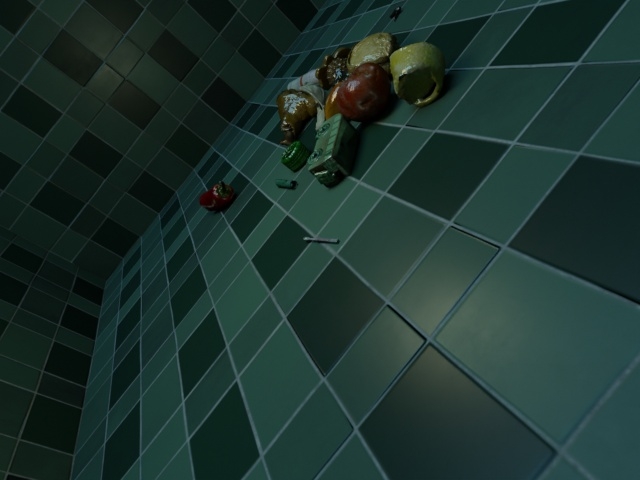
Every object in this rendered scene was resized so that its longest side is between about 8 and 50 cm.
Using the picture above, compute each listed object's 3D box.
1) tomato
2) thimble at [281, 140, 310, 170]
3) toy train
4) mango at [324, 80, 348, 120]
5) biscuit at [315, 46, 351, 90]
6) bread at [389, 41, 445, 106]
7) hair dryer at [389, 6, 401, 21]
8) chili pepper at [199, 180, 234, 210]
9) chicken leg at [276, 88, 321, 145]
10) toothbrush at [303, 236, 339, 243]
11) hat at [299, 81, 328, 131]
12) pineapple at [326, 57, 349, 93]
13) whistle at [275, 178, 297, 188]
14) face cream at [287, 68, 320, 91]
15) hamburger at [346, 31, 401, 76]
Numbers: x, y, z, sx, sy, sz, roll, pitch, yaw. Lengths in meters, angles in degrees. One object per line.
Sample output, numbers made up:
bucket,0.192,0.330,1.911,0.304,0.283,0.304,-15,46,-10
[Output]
tomato,0.174,-0.571,1.636,0.232,0.188,0.232,-41,15,13
thimble,-0.117,-0.387,1.941,0.130,0.090,0.118,-25,41,40
toy train,0.055,-0.364,1.638,0.159,0.129,0.326,-20,43,38
mango,0.092,-0.588,1.823,0.102,0.141,0.217,43,114,52
biscuit,0.080,-0.872,2.115,0.249,0.184,0.035,-43,52,-3
bread,0.326,-0.566,1.429,0.197,0.197,0.171,-20,49,43
hair dryer,0.377,-1.144,2.146,0.079,0.031,0.083,-20,49,59
chili pepper,-0.559,-0.258,2.377,0.338,0.131,0.134,-17,19,51
chicken leg,-0.117,-0.656,2.186,0.295,0.182,0.410,-11,50,27
toothbrush,-0.001,-0.001,1.429,0.194,0.017,0.014,2,58,55
hat,0.010,-0.667,2.017,0.164,0.220,0.226,1,39,37
pineapple,0.109,-0.738,1.978,0.170,0.141,0.310,-38,40,23
whistle,-0.161,-0.260,1.918,0.039,0.039,0.186,-57,29,-9
face cream,-0.071,-0.923,2.452,0.345,0.102,0.102,4,61,58
hamburger,0.222,-0.774,1.804,0.243,0.146,0.286,-43,42,-14
